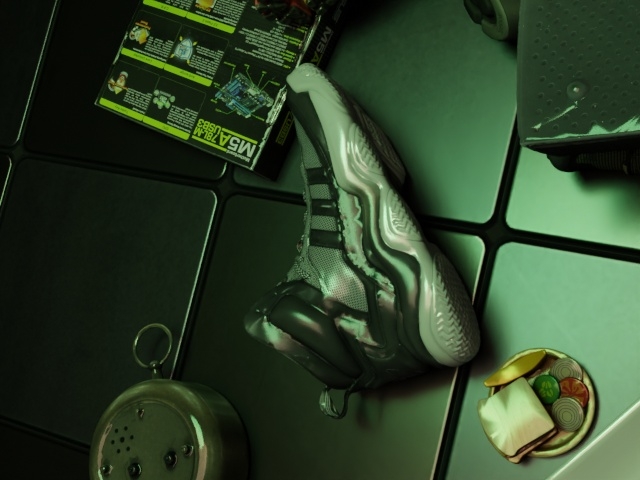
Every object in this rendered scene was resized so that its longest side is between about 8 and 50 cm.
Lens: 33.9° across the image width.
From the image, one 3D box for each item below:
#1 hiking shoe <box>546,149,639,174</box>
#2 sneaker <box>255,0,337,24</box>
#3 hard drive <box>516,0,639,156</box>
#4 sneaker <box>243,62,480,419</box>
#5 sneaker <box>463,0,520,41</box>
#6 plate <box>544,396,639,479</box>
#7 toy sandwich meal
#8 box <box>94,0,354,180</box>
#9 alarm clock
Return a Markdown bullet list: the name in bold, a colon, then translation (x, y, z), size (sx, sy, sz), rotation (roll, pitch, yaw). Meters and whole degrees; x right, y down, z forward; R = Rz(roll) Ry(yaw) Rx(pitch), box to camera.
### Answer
- **hiking shoe**: translation (0.258, -0.052, 0.688), size (0.226, 0.086, 0.114), rotation (-5, 73, 26)
- **sneaker**: translation (0.006, -0.272, 0.791), size (0.225, 0.088, 0.093), rotation (-46, 48, 39)
- **hard drive**: translation (0.217, -0.173, 0.671), size (0.172, 0.054, 0.255), rotation (-4, 66, 31)
- **sneaker**: translation (0.000, 0.000, 0.800), size (0.153, 0.101, 0.269), rotation (-32, 68, 15)
- **sneaker**: translation (0.124, -0.273, 0.819), size (0.106, 0.101, 0.267), rotation (-26, 68, -1)
- **plate**: translation (0.205, 0.224, 0.513), size (0.278, 0.045, 0.277), rotation (-44, 64, 12)
- **toy sandwich meal**: translation (0.150, 0.114, 0.738), size (0.085, 0.029, 0.086), rotation (-6, 76, 26)
- **box**: translation (-0.085, -0.168, 0.918), size (0.190, 0.045, 0.184), rotation (23, 92, 29)
- **alarm clock**: translation (-0.130, 0.160, 0.858), size (0.129, 0.064, 0.192), rotation (-19, 67, 23)
